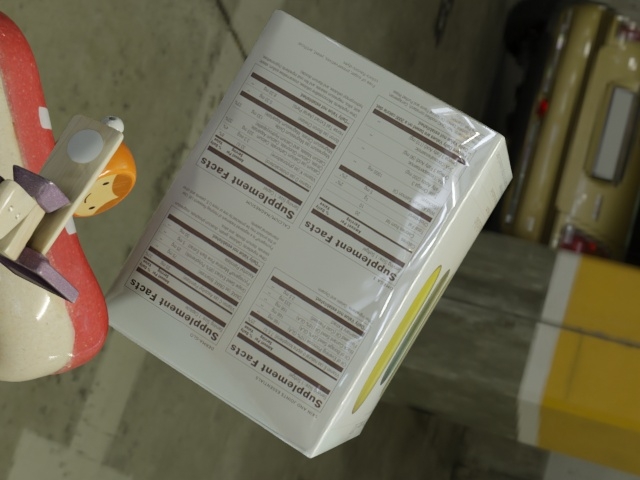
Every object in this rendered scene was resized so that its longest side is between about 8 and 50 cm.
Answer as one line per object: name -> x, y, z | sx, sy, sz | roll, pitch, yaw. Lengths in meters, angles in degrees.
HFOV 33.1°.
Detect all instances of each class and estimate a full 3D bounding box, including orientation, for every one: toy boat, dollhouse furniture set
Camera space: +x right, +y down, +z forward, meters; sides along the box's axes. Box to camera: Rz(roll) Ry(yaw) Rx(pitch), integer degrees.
toy boat -> -0.181, -0.032, 0.673 | 0.151, 0.151, 0.231 | -16, 94, -43
dollhouse furniture set -> -0.146, -0.043, 0.468 | 0.081, 0.114, 0.091 | -61, 161, -15

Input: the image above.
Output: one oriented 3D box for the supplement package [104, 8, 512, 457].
supplement package -> 0.000, 0.000, 0.855 | 0.263, 0.198, 0.199 | -59, 167, 2
